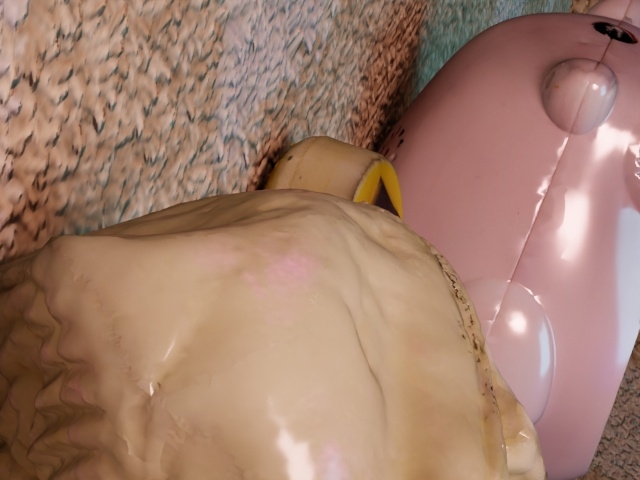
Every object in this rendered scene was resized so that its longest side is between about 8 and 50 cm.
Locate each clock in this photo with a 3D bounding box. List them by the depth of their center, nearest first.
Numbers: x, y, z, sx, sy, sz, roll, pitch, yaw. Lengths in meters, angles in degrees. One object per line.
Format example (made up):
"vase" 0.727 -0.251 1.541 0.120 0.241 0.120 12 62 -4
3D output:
"clock" 0.158 -0.009 1.434 0.368 0.251 0.376 -52 160 -63

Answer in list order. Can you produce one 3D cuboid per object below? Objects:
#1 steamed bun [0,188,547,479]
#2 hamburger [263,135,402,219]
"steamed bun" -0.009 0.116 0.675 0.206 0.275 0.320 -16 146 -27
"hamburger" 0.000 0.000 1.099 0.141 0.081 0.126 37 65 -65
